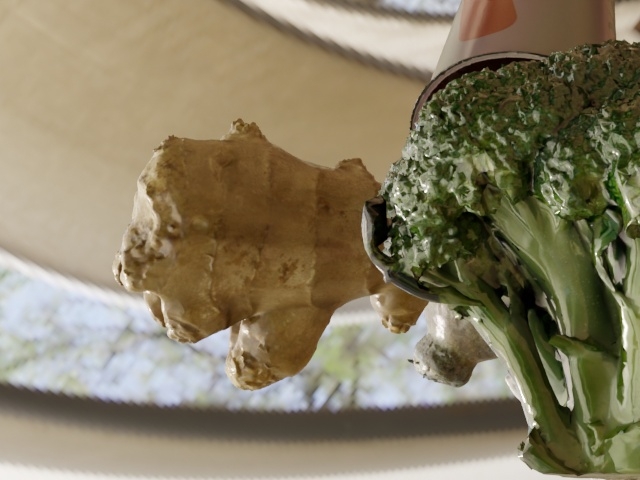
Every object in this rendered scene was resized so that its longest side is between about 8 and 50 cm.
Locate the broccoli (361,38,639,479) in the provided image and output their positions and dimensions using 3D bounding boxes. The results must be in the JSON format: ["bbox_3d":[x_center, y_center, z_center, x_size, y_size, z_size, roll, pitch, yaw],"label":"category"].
[{"bbox_3d":[0.193,0.009,1.146,0.321,0.303,0.283,12,-107,-44],"label":"broccoli"}]

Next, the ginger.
[{"bbox_3d":[-0.002,0.024,1.694,0.375,0.236,0.166,11,165,-5],"label":"ginger"}]

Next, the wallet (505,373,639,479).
[{"bbox_3d":[0.270,0.160,1.705,0.124,0.032,0.183,-32,-108,-27],"label":"wallet"}]

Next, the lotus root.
[{"bbox_3d":[0.214,0.005,1.935,0.175,0.349,0.175,29,162,10],"label":"lotus root"}]

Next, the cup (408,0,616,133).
[{"bbox_3d":[0.200,-0.182,1.714,0.203,0.203,0.288,32,-138,-16],"label":"cup"}]
